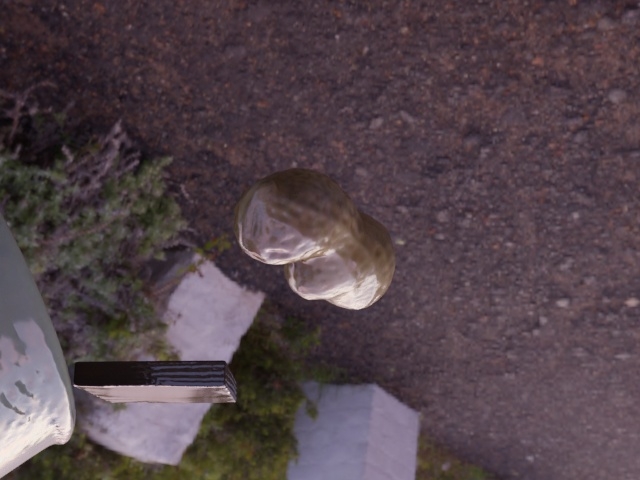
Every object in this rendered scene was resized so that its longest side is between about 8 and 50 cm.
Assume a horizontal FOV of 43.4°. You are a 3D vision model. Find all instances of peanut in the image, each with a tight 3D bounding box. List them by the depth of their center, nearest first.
[{"bbox_3d":[-0.001,-0.001,0.738,0.085,0.104,0.228,29,172,37],"label":"peanut"}]

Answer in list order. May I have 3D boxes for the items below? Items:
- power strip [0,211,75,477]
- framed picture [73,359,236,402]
[{"bbox_3d":[-0.317,0.035,0.535,0.357,0.161,0.358,34,140,35],"label":"power strip"},{"bbox_3d":[-0.146,0.134,0.750,0.127,0.023,0.168,0,164,-3],"label":"framed picture"}]
